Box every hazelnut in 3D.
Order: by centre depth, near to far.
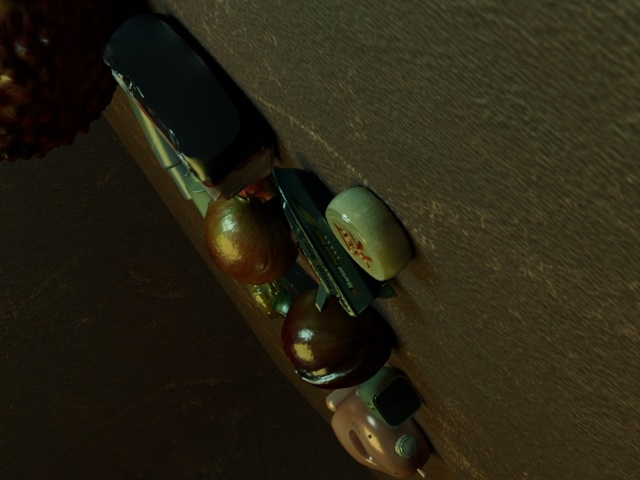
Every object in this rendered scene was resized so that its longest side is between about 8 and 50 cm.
[{"bbox_3d":[0.032,0.168,1.451,0.178,0.178,0.204,37,166,53],"label":"hazelnut"}]

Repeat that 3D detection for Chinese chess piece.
[{"bbox_3d":[0.058,-0.008,1.039,0.122,0.051,0.122,50,168,15],"label":"Chinese chess piece"}]

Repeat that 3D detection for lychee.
[{"bbox_3d":[-0.523,-0.367,1.391,0.424,0.424,0.500,42,136,42],"label":"lychee"}]

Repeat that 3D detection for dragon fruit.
[{"bbox_3d":[-0.124,-0.105,1.415,0.116,0.086,0.081,45,131,-2],"label":"dragon fruit"}]

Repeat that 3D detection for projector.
[{"bbox_3d":[0.130,0.293,1.598,0.083,0.083,0.082,54,169,-12],"label":"projector"}]

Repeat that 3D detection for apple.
[{"bbox_3d":[-0.126,-0.015,1.514,0.195,0.160,0.173,56,161,12],"label":"apple"}]

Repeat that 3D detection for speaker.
[{"bbox_3d":[-0.042,0.097,1.789,0.218,0.044,0.082,44,166,36],"label":"speaker"}]

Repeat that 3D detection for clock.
[{"bbox_3d":[0.133,0.429,1.879,0.227,0.142,0.241,56,165,-16],"label":"clock"}]

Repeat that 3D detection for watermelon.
[{"bbox_3d":[-0.052,0.135,1.866,0.105,0.105,0.062,35,115,58],"label":"watermelon"}]

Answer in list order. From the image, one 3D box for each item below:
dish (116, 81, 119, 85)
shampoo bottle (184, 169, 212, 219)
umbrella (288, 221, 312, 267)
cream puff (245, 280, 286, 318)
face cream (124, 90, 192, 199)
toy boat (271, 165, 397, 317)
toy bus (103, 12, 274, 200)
[{"bbox_3d":[-0.491,-0.401,2.018,0.141,0.078,0.141,-175,90,-69],"label":"dish"},{"bbox_3d":[-0.233,-0.090,1.884,0.085,0.085,0.262,44,166,38],"label":"shampoo bottle"},{"bbox_3d":[-0.030,0.005,1.512,0.027,0.025,0.165,-97,-13,-45],"label":"umbrella"},{"bbox_3d":[-0.109,0.116,1.973,0.126,0.103,0.144,53,170,24],"label":"cream puff"},{"bbox_3d":[-0.362,-0.267,1.882,0.385,0.086,0.135,62,166,-19],"label":"face cream"},{"bbox_3d":[0.000,0.000,1.191,0.246,0.103,0.093,58,-167,-3],"label":"toy boat"},{"bbox_3d":[-0.199,-0.200,1.291,0.303,0.127,0.147,49,171,20],"label":"toy bus"}]
